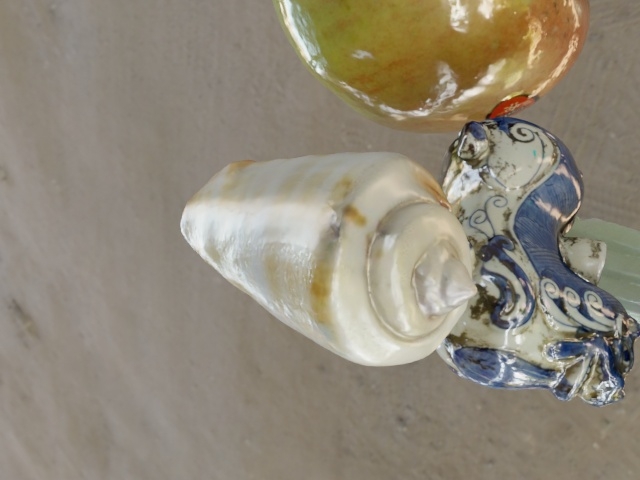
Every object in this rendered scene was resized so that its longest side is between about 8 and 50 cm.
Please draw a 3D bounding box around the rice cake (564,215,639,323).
[{"bbox_3d":[0.342,0.028,1.376,0.237,0.127,0.043,19,157,22],"label":"rice cake"}]

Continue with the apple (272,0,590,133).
[{"bbox_3d":[0.115,-0.272,1.226,0.305,0.338,0.339,-25,101,23],"label":"apple"}]

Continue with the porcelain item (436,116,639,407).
[{"bbox_3d":[0.186,0.012,0.992,0.186,0.288,0.138,16,134,-4],"label":"porcelain item"}]

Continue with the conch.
[{"bbox_3d":[-0.003,-0.004,0.797,0.255,0.158,0.127,14,166,24],"label":"conch"}]
